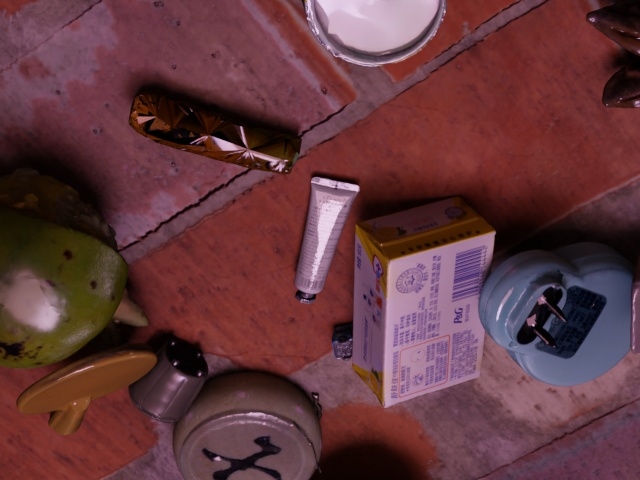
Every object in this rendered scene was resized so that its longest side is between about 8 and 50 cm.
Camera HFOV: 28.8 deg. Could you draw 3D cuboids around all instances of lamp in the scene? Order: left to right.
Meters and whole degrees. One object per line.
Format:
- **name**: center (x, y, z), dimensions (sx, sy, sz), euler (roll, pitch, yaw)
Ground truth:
- **lamp**: center (0.331, 0.096, 1.710), dimensions (0.284, 0.147, 0.209), euler (9, 113, -51)

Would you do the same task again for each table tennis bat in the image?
- **table tennis bat**: center (-0.339, 0.217, 1.766), dimensions (0.198, 0.050, 0.321), euler (-17, 165, -26)

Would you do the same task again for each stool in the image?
- **stool**: center (-0.220, 0.205, 1.823), dimensions (0.096, 0.096, 0.110), euler (27, 115, -20)

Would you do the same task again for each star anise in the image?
- **star anise**: center (0.476, -0.244, 1.518), dimensions (0.315, 0.108, 0.315), euler (0, 123, 1)

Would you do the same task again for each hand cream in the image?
- **hand cream**: center (0.000, 0.000, 1.720), dimensions (0.067, 0.042, 0.194), euler (14, 119, -2)

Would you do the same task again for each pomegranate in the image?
- **pomegranate**: center (-0.362, 0.054, 1.629), dimensions (0.260, 0.260, 0.341), euler (-32, 137, 19)

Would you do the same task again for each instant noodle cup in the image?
- **instant noodle cup**: center (0.059, -0.306, 1.430), dimensions (0.205, 0.153, 0.205), euler (-1, 124, -2)

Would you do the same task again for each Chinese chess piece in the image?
- **Chinese chess piece**: center (-0.108, 0.305, 1.900), dimensions (0.238, 0.092, 0.237), euler (-1, 125, -2)

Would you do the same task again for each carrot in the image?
- **carrot**: center (-0.132, -0.136, 1.600), dimensions (0.229, 0.069, 0.069), euler (16, 124, -15)

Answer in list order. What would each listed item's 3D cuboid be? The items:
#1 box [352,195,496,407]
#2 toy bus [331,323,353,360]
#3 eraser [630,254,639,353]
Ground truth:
- **box**: center (0.137, 0.085, 1.715), dimensions (0.168, 0.097, 0.265), euler (-16, 128, -19)
- **toy bus**: center (0.058, 0.144, 1.818), dimensions (0.083, 0.046, 0.038), euler (-10, 128, 2)
- **eraser**: center (0.557, 0.049, 1.682), dimensions (0.353, 0.077, 0.111), euler (-13, 120, -14)
